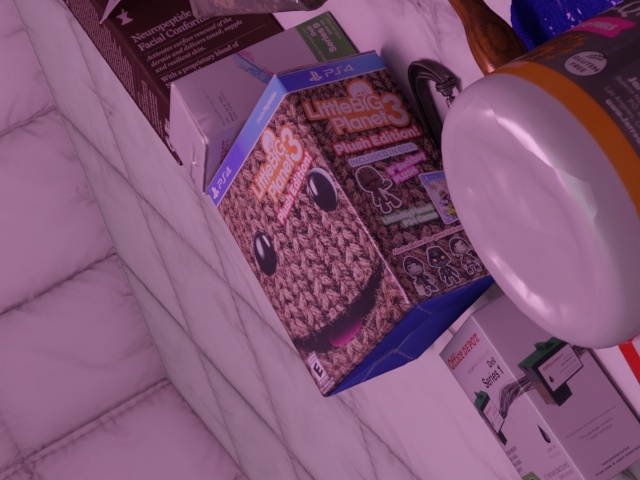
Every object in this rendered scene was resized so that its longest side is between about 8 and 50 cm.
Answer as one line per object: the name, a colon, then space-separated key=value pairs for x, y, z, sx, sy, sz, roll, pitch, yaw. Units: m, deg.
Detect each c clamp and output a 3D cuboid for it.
c clamp: x=0.141 y=-0.114 z=1.304 sx=0.161 sy=0.022 sz=0.137 roll=64 pitch=168 yaw=-13

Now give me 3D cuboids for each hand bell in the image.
hand bell: x=0.111 y=-0.202 z=1.012 sx=0.242 sy=0.126 sz=0.126 roll=62 pitch=164 yaw=21

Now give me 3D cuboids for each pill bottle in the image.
pill bottle: x=0.220 y=-0.070 z=0.706 sx=0.162 sy=0.278 sz=0.162 roll=51 pitch=160 yaw=27

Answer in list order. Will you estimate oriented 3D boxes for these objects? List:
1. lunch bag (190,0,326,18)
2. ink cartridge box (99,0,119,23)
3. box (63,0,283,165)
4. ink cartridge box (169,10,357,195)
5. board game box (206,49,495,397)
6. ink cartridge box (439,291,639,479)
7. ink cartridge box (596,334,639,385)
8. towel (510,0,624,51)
lunch bag: x=-0.070 y=-0.373 z=1.221 sx=0.235 sy=0.169 sz=0.287 roll=12 pitch=129 yaw=55
ink cartridge box: x=-0.194 y=-0.374 z=1.540 sx=0.056 sy=0.225 sz=0.181 roll=20 pitch=172 yaw=-17
box: x=-0.208 y=-0.310 z=1.695 sx=0.381 sy=0.191 sz=0.143 roll=53 pitch=161 yaw=22
ink cartridge box: x=-0.067 y=-0.159 z=1.488 sx=0.093 sy=0.212 sz=0.154 roll=56 pitch=163 yaw=15
board game box: x=0.032 y=-0.017 z=1.392 sx=0.291 sy=0.141 sz=0.232 roll=59 pitch=144 yaw=18
ink cartridge box: x=0.235 y=0.167 z=1.353 sx=0.219 sy=0.092 sz=0.160 roll=56 pitch=162 yaw=14
ink cartridge box: x=0.312 y=0.068 z=0.908 sx=0.078 sy=0.134 sz=0.231 roll=60 pitch=164 yaw=0
towel: x=0.216 y=-0.114 z=0.992 sx=0.228 sy=0.076 sz=0.308 roll=51 pitch=160 yaw=28
